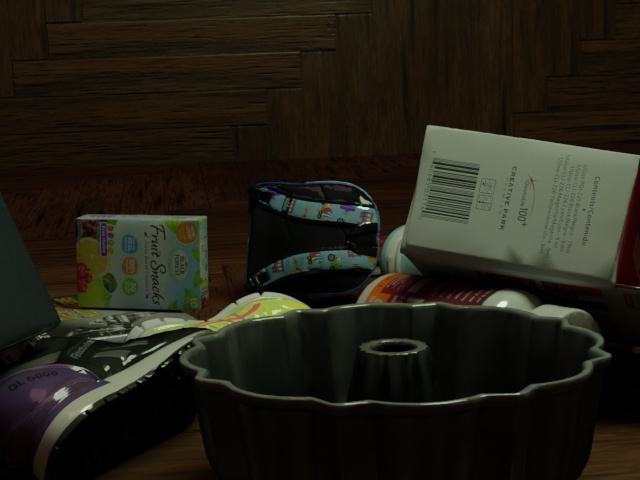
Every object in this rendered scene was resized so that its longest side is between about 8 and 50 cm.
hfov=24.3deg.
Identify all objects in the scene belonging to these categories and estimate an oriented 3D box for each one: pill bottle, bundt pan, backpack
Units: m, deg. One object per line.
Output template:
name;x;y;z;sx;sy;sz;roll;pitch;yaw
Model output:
pill bottle;0.142;0.099;1.373;0.221;0.121;0.121;7;13;44
bundt pan;0.056;0.140;1.147;0.331;0.124;0.331;-1;10;0
backpack;0.000;0.000;1.879;0.173;0.158;0.117;-1;-7;18

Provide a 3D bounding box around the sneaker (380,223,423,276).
sneaker;0.255;0.013;1.868;0.319;0.127;0.208;-21;17;-36

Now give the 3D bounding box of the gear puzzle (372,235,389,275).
gear puzzle;0.149;0.010;2.126;0.339;0.044;0.175;-4;10;-15

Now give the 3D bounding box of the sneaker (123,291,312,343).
sneaker;-0.088;0.113;1.506;0.208;0.081;0.094;-14;21;-25

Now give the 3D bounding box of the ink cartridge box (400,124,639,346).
ink cartridge box;0.249;0.009;1.472;0.272;0.130;0.309;10;-11;17

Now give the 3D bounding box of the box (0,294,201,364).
box;-0.248;0.104;1.610;0.183;0.056;0.231;-7;11;-24

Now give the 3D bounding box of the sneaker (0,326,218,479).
sneaker;-0.190;0.112;1.286;0.124;0.107;0.283;29;20;20

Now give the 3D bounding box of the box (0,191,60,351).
box;-0.425;0.007;1.220;0.294;0.296;0.183;-26;-1;26

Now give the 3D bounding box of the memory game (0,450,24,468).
memory game;-0.276;0.174;1.337;0.186;0.012;0.186;-1;10;0

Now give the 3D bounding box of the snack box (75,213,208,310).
snack box;-0.194;0.023;1.613;0.141;0.100;0.037;1;9;11
